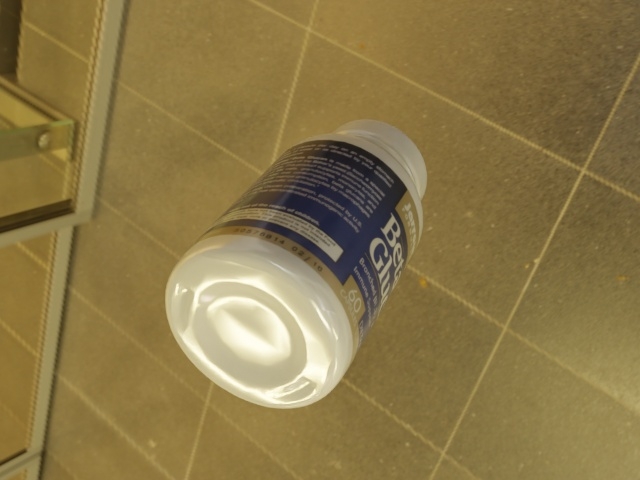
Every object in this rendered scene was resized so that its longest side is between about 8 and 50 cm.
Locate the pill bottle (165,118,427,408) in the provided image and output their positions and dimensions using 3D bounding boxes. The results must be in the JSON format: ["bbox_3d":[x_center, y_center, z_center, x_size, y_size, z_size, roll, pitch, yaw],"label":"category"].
[{"bbox_3d":[0.000,0.000,0.426,0.094,0.169,0.094,13,127,19],"label":"pill bottle"}]
